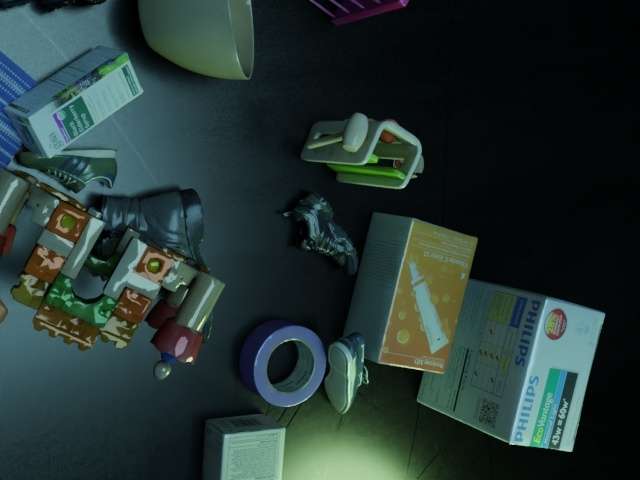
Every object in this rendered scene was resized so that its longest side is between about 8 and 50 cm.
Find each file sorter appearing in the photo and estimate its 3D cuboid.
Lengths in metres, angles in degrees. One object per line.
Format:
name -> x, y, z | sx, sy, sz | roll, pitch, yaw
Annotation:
file sorter -> 0.078, -0.612, 1.759 | 0.182, 0.290, 0.202 | 29, 81, -28

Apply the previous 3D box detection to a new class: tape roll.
tape roll -> -0.086, 0.281, 1.901 | 0.189, 0.080, 0.189 | -5, 100, -31

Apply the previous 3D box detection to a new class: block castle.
block castle -> -0.416, 0.062, 1.487 | 0.453, 0.303, 0.213 | 29, 87, -16

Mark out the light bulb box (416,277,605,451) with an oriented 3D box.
light bulb box -> 0.469, 0.298, 2.073 | 0.225, 0.361, 0.358 | 14, 89, -31

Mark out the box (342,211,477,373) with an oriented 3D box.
box -> 0.214, 0.127, 2.009 | 0.215, 0.168, 0.345 | 14, 90, -32

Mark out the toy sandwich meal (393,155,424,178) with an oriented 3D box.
toy sandwich meal -> 0.219, -0.186, 2.050 | 0.085, 0.029, 0.086 | -5, 99, -31

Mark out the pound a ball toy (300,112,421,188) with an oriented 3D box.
pound a ball toy -> 0.072, -0.221, 1.787 | 0.208, 0.319, 0.136 | 29, 82, -30

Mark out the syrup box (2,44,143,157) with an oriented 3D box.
syrup box -> -0.463, -0.265, 1.559 | 0.237, 0.096, 0.093 | -44, 137, -28

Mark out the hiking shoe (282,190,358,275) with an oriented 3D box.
hiking shoe -> 0.000, 0.000, 1.925 | 0.114, 0.086, 0.227 | -34, 108, -8

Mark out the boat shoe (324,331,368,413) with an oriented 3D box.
boat shoe -> 0.062, 0.312, 1.946 | 0.079, 0.095, 0.255 | -31, 139, -30

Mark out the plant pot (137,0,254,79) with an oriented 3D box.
plant pot -> -0.248, -0.454, 1.621 | 0.190, 0.284, 0.284 | -3, 100, 4

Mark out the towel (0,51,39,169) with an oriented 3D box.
towel -> -0.651, -0.189, 1.469 | 0.336, 0.040, 0.243 | -61, 147, -12

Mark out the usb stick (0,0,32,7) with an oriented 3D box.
usb stick -> -0.592, -0.566, 1.501 | 0.077, 0.045, 0.278 | -19, 106, -27

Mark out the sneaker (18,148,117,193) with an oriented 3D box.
sneaker -> -0.486, -0.134, 1.610 | 0.192, 0.064, 0.086 | -6, 95, -34

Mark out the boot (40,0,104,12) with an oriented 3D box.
boot -> -0.437, -0.556, 1.566 | 0.246, 0.094, 0.207 | -22, 105, -22

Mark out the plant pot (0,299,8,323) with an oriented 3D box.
plant pot -> -0.707, 0.157, 1.420 | 0.265, 0.272, 0.272 | -52, 119, -25

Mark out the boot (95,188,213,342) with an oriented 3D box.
boot -> -0.350, 0.063, 1.711 | 0.222, 0.118, 0.338 | -9, 95, -23

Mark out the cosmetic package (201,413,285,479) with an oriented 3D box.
cosmetic package -> -0.180, 0.562, 1.864 | 0.160, 0.113, 0.310 | 3, 96, -31
